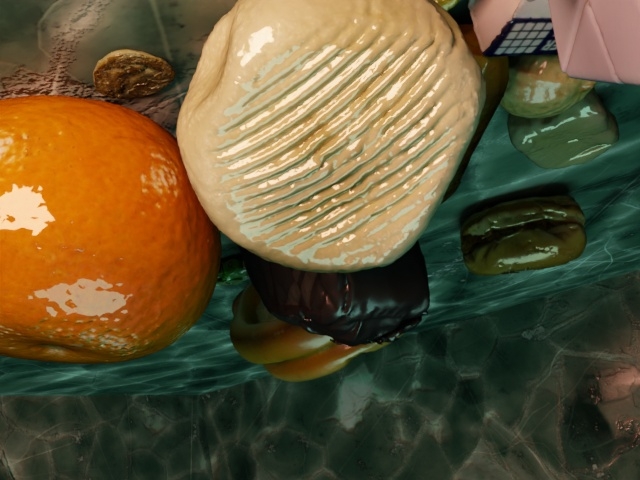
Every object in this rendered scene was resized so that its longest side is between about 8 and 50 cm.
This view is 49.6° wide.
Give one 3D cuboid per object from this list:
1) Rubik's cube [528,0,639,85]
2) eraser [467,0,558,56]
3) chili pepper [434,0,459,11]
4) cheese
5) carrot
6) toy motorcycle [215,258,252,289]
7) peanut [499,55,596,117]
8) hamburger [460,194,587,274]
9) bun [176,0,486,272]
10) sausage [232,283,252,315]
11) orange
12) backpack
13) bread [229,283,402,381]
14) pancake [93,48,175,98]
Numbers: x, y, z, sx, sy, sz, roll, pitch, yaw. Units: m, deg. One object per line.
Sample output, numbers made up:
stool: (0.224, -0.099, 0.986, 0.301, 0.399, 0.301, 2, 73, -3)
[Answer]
Rubik's cube: (0.319, -0.281, 0.508, 0.358, 0.368, 0.387, -14, -164, 6)
eraser: (0.342, -0.302, 0.866, 0.287, 0.086, 0.130, -6, 160, -16)
chili pepper: (0.185, -0.325, 0.782, 0.049, 0.043, 0.208, 23, 143, -19)
cheese: (0.434, -0.200, 1.225, 0.159, 0.093, 0.263, -18, 162, 28)
carrot: (0.191, -0.173, 1.016, 0.114, 0.114, 0.302, -8, 146, -13)
toy motorcycle: (-0.204, 0.073, 1.681, 0.190, 0.074, 0.106, -15, 153, 8)
peanut: (0.329, -0.239, 1.009, 0.159, 0.109, 0.140, -17, 176, 27)
hamburger: (0.506, -0.008, 1.736, 0.304, 0.174, 0.284, -9, 175, 14)
bun: (0.013, -0.143, 0.820, 0.349, 0.227, 0.352, -30, 118, 15)
sausage: (-0.121, 0.145, 1.773, 0.136, 0.120, 0.241, -11, -161, 49)
orange: (-0.334, -0.012, 0.918, 0.424, 0.326, 0.424, 3, 159, 1)
backpack: (0.000, 0.000, 1.174, 0.255, 0.363, 0.445, -12, 180, -28)
bread: (0.008, 0.137, 1.530, 0.424, 0.329, 0.245, -30, 130, 15)
pancake: (-0.240, -0.209, 0.881, 0.108, 0.017, 0.108, -8, 161, -3)
